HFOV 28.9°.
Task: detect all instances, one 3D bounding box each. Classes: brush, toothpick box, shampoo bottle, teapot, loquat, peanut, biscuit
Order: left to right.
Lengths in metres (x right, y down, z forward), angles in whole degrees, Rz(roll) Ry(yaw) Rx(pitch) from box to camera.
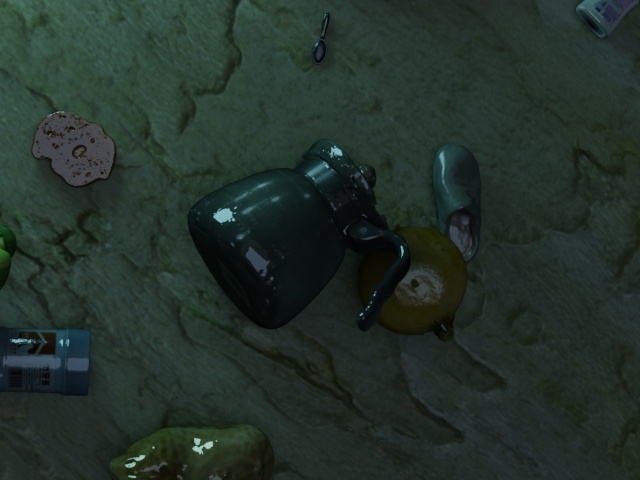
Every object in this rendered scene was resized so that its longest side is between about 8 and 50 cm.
[{"bbox_3d":[-0.419,0.178,1.836,0.153,0.101,0.101,3,91,-12],"label":"toothpick box"},{"bbox_3d":[-0.371,-0.138,1.876,0.130,0.019,0.102,33,85,-11],"label":"biscuit"},{"bbox_3d":[-0.192,0.340,1.873,0.253,0.137,0.122,2,105,-10],"label":"peanut"},{"bbox_3d":[-0.012,-0.020,1.828,0.285,0.305,0.223,-36,118,-16],"label":"teapot"},{"bbox_3d":[0.003,-0.318,1.955,0.024,0.008,0.083,12,90,-9],"label":"brush"},{"bbox_3d":[0.148,0.070,1.921,0.172,0.149,0.204,-29,69,-11],"label":"loquat"},{"bbox_3d":[0.475,-0.390,2.035,0.072,0.043,0.099,44,82,-11],"label":"shampoo bottle"}]

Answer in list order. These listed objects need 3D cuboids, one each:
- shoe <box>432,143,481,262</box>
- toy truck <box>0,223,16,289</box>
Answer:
[{"bbox_3d":[0.226,-0.056,1.978,0.079,0.078,0.195,-3,96,-11],"label":"shoe"},{"bbox_3d":[-0.550,0.057,1.779,0.187,0.148,0.211,30,110,19],"label":"toy truck"}]
